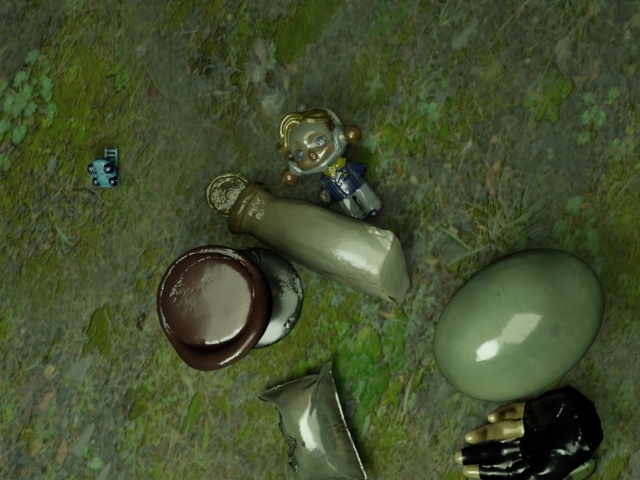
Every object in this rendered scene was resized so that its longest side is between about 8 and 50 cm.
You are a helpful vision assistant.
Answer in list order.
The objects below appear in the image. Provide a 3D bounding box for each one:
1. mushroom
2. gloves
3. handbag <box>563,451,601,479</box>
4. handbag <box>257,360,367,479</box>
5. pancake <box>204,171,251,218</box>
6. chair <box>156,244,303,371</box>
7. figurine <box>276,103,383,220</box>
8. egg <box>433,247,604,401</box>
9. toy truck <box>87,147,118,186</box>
[{"bbox_3d":[0.002,-0.002,1.674,0.408,0.154,0.137,23,74,8],"label":"mushroom"},{"bbox_3d":[0.411,0.415,1.601,0.301,0.152,0.197,-20,50,21],"label":"gloves"},{"bbox_3d":[0.518,0.465,1.637,0.111,0.047,0.072,-36,84,8],"label":"handbag"},{"bbox_3d":[-0.018,0.405,1.683,0.183,0.117,0.270,-19,86,15],"label":"handbag"},{"bbox_3d":[-0.201,-0.102,1.778,0.115,0.011,0.114,0,87,6],"label":"pancake"},{"bbox_3d":[-0.173,0.120,1.570,0.227,0.401,0.226,0,89,7],"label":"chair"},{"bbox_3d":[0.031,-0.166,1.697,0.274,0.133,0.193,34,116,2],"label":"figurine"},{"bbox_3d":[0.384,0.164,1.565,0.352,0.258,0.258,-32,84,3],"label":"egg"},{"bbox_3d":[-0.475,-0.165,1.794,0.056,0.090,0.073,1,132,7],"label":"toy truck"}]
